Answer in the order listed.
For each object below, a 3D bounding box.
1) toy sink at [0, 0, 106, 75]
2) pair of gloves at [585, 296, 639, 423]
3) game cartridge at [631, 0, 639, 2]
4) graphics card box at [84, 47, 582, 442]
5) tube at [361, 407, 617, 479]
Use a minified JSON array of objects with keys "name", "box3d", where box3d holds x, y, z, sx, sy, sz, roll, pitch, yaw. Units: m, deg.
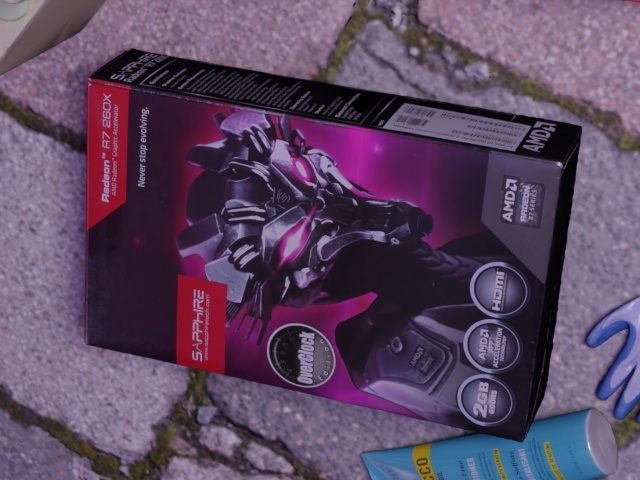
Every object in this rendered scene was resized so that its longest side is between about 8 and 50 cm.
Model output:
[{"name":"toy sink","box3d":[-0.246,-0.209,1.130,0.153,0.234,0.131,44,118,-3]},{"name":"pair of gloves","box3d":[0.300,0.094,1.181,0.198,0.023,0.159,25,117,8]},{"name":"game cartridge","box3d":[0.265,-0.251,0.973,0.355,0.068,0.230,7,116,0]},{"name":"graphics card box","box3d":[0.000,0.000,1.209,0.371,0.094,0.233,11,114,14]},{"name":"tube","box3d":[0.134,0.183,1.266,0.207,0.052,0.080,-20,92,31]}]
